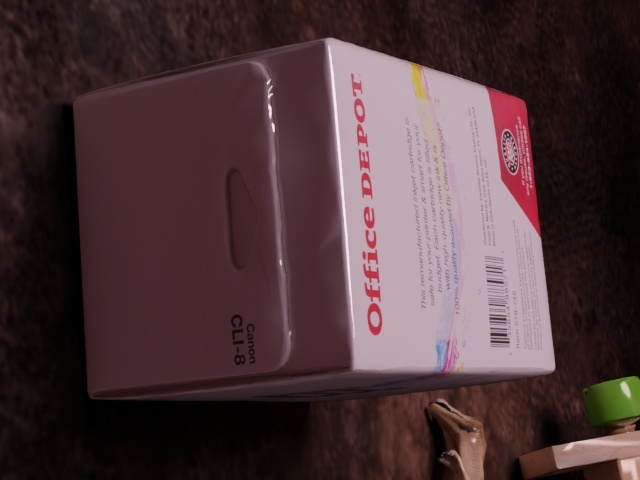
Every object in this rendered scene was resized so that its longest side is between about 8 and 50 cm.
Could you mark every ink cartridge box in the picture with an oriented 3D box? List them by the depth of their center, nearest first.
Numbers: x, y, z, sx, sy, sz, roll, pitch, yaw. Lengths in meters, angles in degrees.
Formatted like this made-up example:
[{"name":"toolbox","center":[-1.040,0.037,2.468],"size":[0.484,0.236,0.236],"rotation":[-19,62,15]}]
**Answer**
[{"name":"ink cartridge box","center":[0.000,0.000,0.759],"size":[0.176,0.127,0.128],"rotation":[9,74,-58]}]

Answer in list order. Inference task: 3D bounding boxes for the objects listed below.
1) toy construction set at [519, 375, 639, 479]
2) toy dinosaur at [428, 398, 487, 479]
[{"name":"toy construction set","center":[0.248,0.166,0.980],"size":[0.257,0.309,0.237],"rotation":[75,4,-71]},{"name":"toy dinosaur","center":[0.080,0.170,0.919],"size":[0.093,0.053,0.183],"rotation":[3,79,-60]}]
